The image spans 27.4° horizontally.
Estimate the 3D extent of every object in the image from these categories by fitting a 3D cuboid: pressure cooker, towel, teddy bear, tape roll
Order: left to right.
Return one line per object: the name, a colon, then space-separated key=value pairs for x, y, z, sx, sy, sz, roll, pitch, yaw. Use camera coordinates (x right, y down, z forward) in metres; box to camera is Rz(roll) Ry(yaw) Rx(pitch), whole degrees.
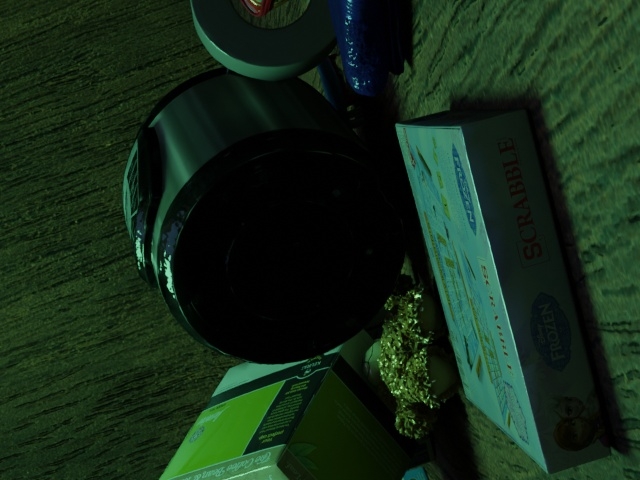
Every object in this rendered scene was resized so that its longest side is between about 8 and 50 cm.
pressure cooker: x=-0.097 y=-0.055 z=1.951 sx=0.375 sy=0.370 sz=0.420 roll=46 pitch=-174 yaw=-31
tape roll: x=-0.069 y=-0.333 z=1.804 sx=0.072 sy=0.219 sz=0.219 roll=101 pitch=152 yaw=-81
towel: x=0.043 y=-0.335 z=1.487 sx=0.308 sy=0.076 sz=0.228 roll=82 pitch=177 yaw=-61
teddy bear: x=0.126 y=0.171 z=1.930 sx=0.338 sy=0.113 sz=0.245 roll=-146 pitch=43 yaw=-82

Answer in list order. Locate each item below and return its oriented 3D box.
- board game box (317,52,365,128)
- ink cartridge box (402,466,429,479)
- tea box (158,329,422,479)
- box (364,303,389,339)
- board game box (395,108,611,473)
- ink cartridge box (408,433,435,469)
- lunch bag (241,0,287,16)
board game box: x=0.032 y=-0.240 z=2.023 sx=0.133 sy=0.033 sz=0.169 roll=-120 pitch=10 yaw=-49
ink cartridge box: x=0.128 y=0.542 z=2.524 sx=0.086 sy=0.203 sz=0.148 roll=79 pitch=173 yaw=-45
tea box: x=-0.048 y=0.347 z=2.108 sx=0.220 sy=0.329 sz=0.323 roll=50 pitch=-135 yaw=-17
box: x=0.000 y=0.000 z=2.297 sx=0.143 sy=0.191 sz=0.381 roll=92 pitch=159 yaw=-74
board game box: x=0.168 y=0.031 z=1.280 sx=0.318 sy=0.066 sz=0.319 roll=-138 pitch=32 yaw=-81
ink cartridge box: x=0.080 y=0.318 z=2.390 sx=0.088 sy=0.193 sz=0.235 roll=74 pitch=175 yaw=-50
lunch bag: x=-0.124 y=-0.504 z=2.041 sx=0.293 sy=0.120 sz=0.258 roll=56 pitch=162 yaw=11
